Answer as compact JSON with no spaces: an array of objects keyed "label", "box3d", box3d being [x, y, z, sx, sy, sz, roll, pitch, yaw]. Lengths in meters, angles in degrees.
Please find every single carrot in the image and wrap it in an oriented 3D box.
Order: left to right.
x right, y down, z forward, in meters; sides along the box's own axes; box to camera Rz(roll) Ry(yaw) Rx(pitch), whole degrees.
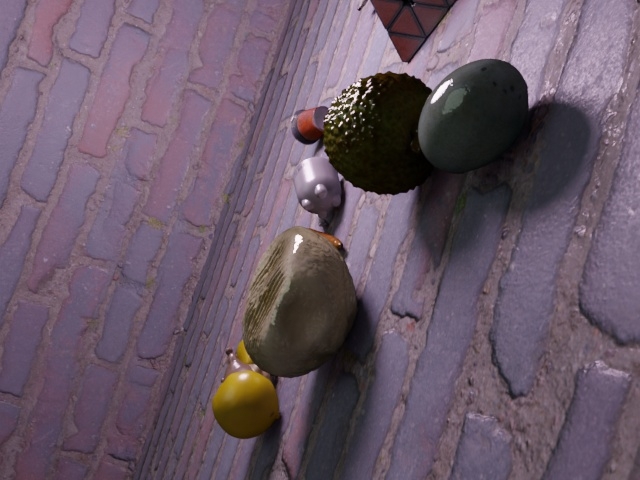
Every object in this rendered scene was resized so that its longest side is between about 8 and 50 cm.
[{"label":"carrot","box3d":[0.000,0.000,2.034,0.336,0.069,0.069,4,76,69]}]

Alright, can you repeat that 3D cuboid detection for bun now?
[{"label":"bun","box3d":[-0.038,0.149,1.710,0.349,0.227,0.352,-60,23,29]}]

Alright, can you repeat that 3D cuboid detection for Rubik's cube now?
[{"label":"Rubik's cube","box3d":[0.242,-0.641,1.836,0.229,0.228,0.233,62,-173,17]}]

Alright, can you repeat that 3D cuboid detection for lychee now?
[{"label":"lychee","box3d":[0.141,-0.226,1.527,0.320,0.270,0.270,-156,85,-76]}]

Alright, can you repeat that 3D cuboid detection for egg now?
[{"label":"egg","box3d":[0.269,-0.218,1.273,0.236,0.169,0.169,132,152,-52]}]

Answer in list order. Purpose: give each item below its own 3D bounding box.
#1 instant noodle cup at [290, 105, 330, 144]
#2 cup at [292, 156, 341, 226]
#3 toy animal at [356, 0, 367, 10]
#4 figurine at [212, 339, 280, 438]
[{"label":"instant noodle cup","box3d":[-0.018,-0.396,2.422,0.136,0.127,0.127,-11,61,60]},{"label":"cup","box3d":[-0.014,-0.131,2.084,0.173,0.134,0.142,-57,31,35]},{"label":"toy animal","box3d":[0.153,-0.786,2.283,0.182,0.131,0.127,43,149,56]},{"label":"figurine","box3d":[-0.200,0.395,2.035,0.343,0.187,0.215,-89,1,-54]}]
